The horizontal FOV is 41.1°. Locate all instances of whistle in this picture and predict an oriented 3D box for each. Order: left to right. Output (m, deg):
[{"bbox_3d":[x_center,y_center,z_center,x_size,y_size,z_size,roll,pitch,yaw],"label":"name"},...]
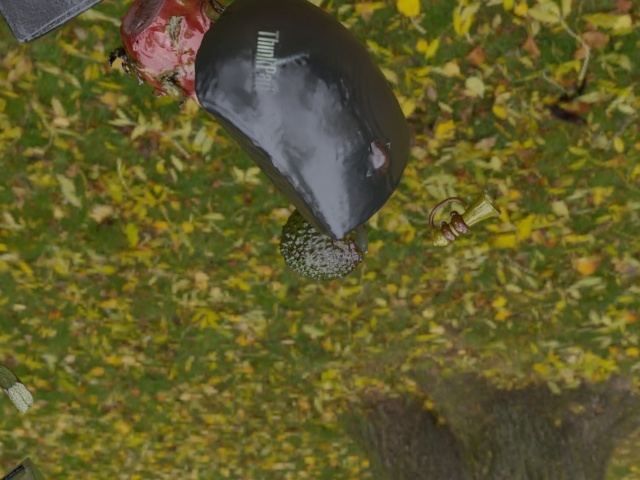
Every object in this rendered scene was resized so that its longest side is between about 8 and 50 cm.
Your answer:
[{"bbox_3d":[0.204,-0.036,1.254,0.109,0.046,0.057,-31,99,20],"label":"whistle"}]

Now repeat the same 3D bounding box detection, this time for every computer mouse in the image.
[{"bbox_3d":[-0.001,-0.134,0.883,0.100,0.170,0.269,15,154,52],"label":"computer mouse"}]

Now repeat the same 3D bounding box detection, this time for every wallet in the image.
[{"bbox_3d":[-0.392,-0.407,1.290,0.250,0.149,0.044,-32,180,1],"label":"wallet"}]

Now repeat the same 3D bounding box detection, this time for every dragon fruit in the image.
[{"bbox_3d":[-0.295,-0.422,1.901,0.269,0.250,0.291,-53,133,0],"label":"dragon fruit"}]

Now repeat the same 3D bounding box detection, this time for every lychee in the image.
[{"bbox_3d":[0.000,0.000,1.526,0.171,0.171,0.171,-1,145,0],"label":"lychee"}]

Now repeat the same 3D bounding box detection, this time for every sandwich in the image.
[{"bbox_3d":[-0.482,0.231,1.342,0.083,0.031,0.044,49,155,-1],"label":"sandwich"}]

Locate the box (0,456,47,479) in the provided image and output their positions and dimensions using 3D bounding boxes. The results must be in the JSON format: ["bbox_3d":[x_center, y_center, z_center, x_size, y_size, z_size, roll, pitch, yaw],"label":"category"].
[{"bbox_3d":[-0.410,0.404,1.041,0.117,0.225,0.225,56,161,-11],"label":"box"}]
